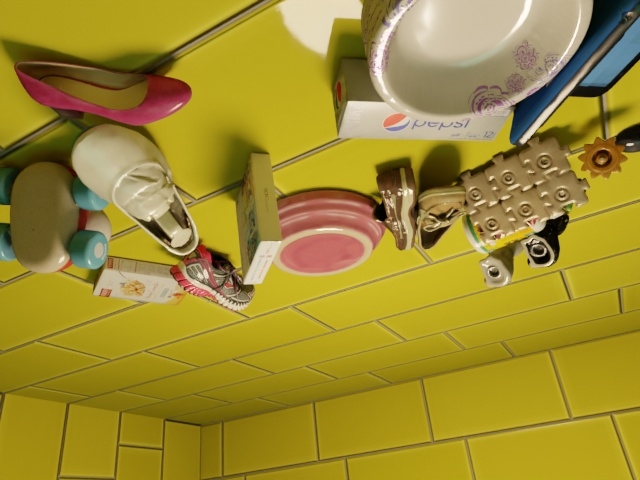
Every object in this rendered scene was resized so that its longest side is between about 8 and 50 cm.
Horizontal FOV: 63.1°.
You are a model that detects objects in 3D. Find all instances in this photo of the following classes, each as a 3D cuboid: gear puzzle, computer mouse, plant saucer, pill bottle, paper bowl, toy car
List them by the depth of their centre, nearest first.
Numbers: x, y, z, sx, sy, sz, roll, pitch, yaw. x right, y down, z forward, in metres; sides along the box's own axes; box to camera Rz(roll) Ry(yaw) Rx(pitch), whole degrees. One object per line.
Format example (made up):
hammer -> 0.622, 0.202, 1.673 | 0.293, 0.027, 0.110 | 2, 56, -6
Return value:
paper bowl -> 0.197, -0.306, 0.706 | 0.284, 0.148, 0.284 | -5, 150, -3
toy car -> -0.500, -0.045, 1.060 | 0.219, 0.210, 0.238 | 4, -179, 8
computer mouse -> 0.734, -0.225, 1.068 | 0.242, 0.041, 0.071 | -15, 149, 14
gear puzzle -> 0.463, -0.129, 1.108 | 0.339, 0.175, 0.044 | -27, -173, 35
pill bottle -> 0.454, -0.058, 1.233 | 0.208, 0.117, 0.118 | -28, 144, 34
plant saucer -> 0.000, 0.000, 1.287 | 0.332, 0.084, 0.332 | -5, 150, -3

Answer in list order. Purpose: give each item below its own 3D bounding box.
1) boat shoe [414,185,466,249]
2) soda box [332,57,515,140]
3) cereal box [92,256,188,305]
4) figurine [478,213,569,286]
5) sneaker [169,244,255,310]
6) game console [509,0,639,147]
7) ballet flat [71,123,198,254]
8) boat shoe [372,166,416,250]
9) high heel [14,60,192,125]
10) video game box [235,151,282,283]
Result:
boat shoe -> 0.267, -0.051, 1.176 | 0.105, 0.089, 0.285 | -3, 167, 3
soda box -> 0.169, -0.235, 0.880 | 0.286, 0.098, 0.091 | 0, 152, -10
cereal box -> -0.486, 0.116, 1.436 | 0.240, 0.047, 0.173 | 11, 147, -28
figurine -> 0.535, 0.017, 1.361 | 0.215, 0.092, 0.209 | -36, 179, 44
sneaker -> -0.261, 0.105, 1.401 | 0.112, 0.121, 0.299 | -46, 150, 6
game console -> 0.447, -0.280, 0.786 | 0.173, 0.250, 0.293 | 24, 146, -2
ballet flat -> -0.316, -0.075, 0.989 | 0.139, 0.139, 0.400 | -7, 159, 1
boat shoe -> 0.165, -0.068, 1.196 | 0.095, 0.095, 0.257 | -7, 139, 4
high heel -> -0.327, -0.239, 0.795 | 0.244, 0.082, 0.117 | 3, 163, 10
video game box -> -0.131, -0.042, 1.062 | 0.048, 0.205, 0.187 | -1, 151, -18
